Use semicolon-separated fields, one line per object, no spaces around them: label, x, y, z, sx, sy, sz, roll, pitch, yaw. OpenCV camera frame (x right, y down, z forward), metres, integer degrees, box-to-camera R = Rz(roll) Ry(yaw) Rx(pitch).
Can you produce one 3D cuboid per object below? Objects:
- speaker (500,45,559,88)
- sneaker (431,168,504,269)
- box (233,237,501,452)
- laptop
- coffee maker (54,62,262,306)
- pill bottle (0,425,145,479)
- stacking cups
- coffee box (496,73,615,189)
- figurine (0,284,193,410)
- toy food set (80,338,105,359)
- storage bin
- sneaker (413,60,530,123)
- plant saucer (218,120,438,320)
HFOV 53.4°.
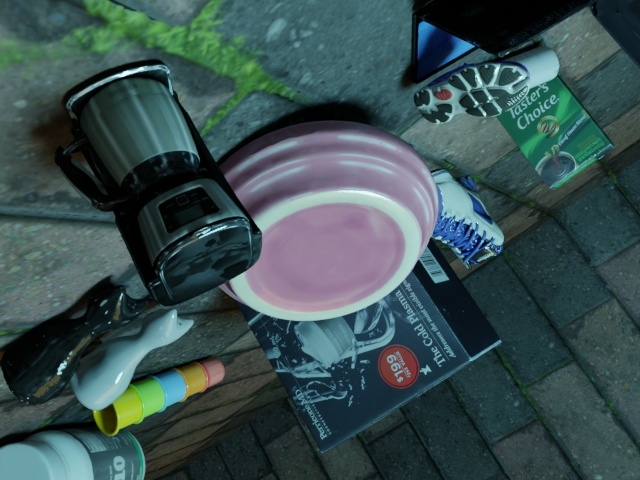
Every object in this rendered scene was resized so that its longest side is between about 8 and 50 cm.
speaker;0.281;-0.241;0.929;0.136;0.055;0.055;-25;162;-21
sneaker;0.281;-0.035;1.289;0.127;0.182;0.316;-43;159;30
box;0.065;0.122;1.087;0.312;0.343;0.179;-40;162;25
laptop;0.236;-0.244;0.700;0.234;0.264;0.136;-31;127;-2
coffee maker;-0.131;-0.041;0.576;0.120;0.178;0.171;-32;163;6
pill bottle;-0.549;0.511;1.374;0.204;0.204;0.361;-32;163;3
stacking cups;-0.342;0.337;1.422;0.316;0.096;0.096;-10;153;-49
coffee box;0.353;-0.184;0.992;0.113;0.184;0.040;-40;158;30
figurine;-0.314;0.155;0.948;0.209;0.092;0.215;-38;153;5
toy food set;-0.394;0.185;1.036;0.082;0.020;0.083;-42;160;32
storage bin;0.484;-0.301;0.886;0.122;0.180;0.084;-42;161;30
sneaker;0.180;-0.190;0.757;0.071;0.068;0.170;-50;-154;-18
plant saucer;0.000;0.000;0.835;0.333;0.084;0.332;-7;137;-7
